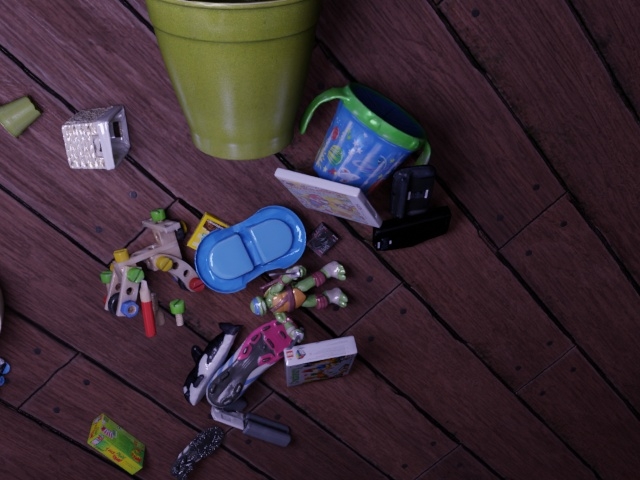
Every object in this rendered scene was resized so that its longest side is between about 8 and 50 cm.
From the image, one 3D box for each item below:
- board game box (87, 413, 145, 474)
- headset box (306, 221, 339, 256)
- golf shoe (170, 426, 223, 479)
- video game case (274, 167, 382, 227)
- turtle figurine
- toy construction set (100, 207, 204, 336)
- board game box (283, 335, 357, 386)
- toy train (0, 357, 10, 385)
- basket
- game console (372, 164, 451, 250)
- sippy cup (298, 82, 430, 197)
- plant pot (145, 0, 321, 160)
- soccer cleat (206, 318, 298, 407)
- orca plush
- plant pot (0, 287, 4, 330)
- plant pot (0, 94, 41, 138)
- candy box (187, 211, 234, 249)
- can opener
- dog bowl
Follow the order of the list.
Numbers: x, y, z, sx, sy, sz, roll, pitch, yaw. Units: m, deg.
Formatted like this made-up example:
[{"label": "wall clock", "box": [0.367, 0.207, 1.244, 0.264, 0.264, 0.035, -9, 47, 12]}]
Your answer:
[{"label": "board game box", "box": [-0.610, 0.613, 1.745, 0.043, 0.092, 0.181, -36, 116, 8]}, {"label": "headset box", "box": [0.000, 0.000, 1.609, 0.083, 0.032, 0.062, -44, 115, 9]}, {"label": "golf shoe", "box": [-0.393, 0.658, 1.827, 0.198, 0.094, 0.077, -40, 97, -17]}, {"label": "video game case", "box": [0.023, -0.103, 1.430, 0.026, 0.226, 0.206, -67, 154, -11]}, {"label": "turtle figurine", "box": [-0.038, 0.166, 1.568, 0.266, 0.274, 0.198, -18, 84, -26]}, {"label": "toy construction set", "box": [-0.418, 0.060, 1.420, 0.257, 0.309, 0.237, -8, 112, -16]}, {"label": "board game box", "box": [-0.007, 0.352, 1.663, 0.192, 0.053, 0.305, -9, 156, -6]}, {"label": "toy train", "box": [-0.929, 0.383, 1.586, 0.105, 0.080, 0.184, 29, 109, -12]}, {"label": "basket", "box": [-0.509, -0.236, 1.324, 0.103, 0.167, 0.113, -3, 116, -5]}, {"label": "game console", "box": [0.245, -0.083, 1.512, 0.213, 0.044, 0.361, -14, 150, -5]}, {"label": "sippy cup", "box": [0.104, -0.229, 1.427, 0.305, 0.240, 0.224, 39, 116, 7]}, {"label": "plant pot", "box": [-0.175, -0.379, 1.248, 0.366, 0.367, 0.353, -5, 128, -9]}, {"label": "soccer cleat", "box": [-0.206, 0.348, 1.701, 0.331, 0.143, 0.116, -42, 92, -14]}, {"label": "orca plush", "box": [-0.337, 0.334, 1.663, 0.102, 0.151, 0.287, 33, 120, 12]}, {"label": "plant pot", "box": [-0.902, 0.138, 1.405, 0.284, 0.191, 0.284, -5, 118, -9]}, {"label": "plant pot", "box": [-0.684, -0.288, 1.320, 0.079, 0.083, 0.083, -36, 117, -8]}, {"label": "candy box", "box": [-0.245, 0.014, 1.570, 0.205, 0.027, 0.105, 28, 109, -21]}, {"label": "can opener", "box": [-0.207, 0.556, 1.807, 0.283, 0.076, 0.095, 27, 108, -22]}, {"label": "dog bowl", "box": [-0.185, 0.022, 1.514, 0.297, 0.074, 0.166, -26, 96, -16]}]
